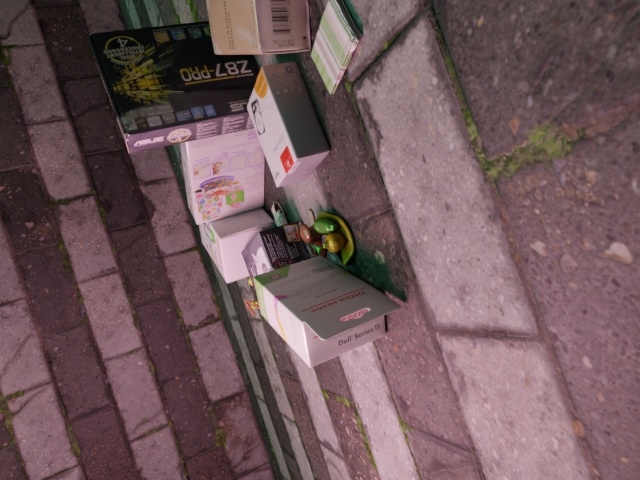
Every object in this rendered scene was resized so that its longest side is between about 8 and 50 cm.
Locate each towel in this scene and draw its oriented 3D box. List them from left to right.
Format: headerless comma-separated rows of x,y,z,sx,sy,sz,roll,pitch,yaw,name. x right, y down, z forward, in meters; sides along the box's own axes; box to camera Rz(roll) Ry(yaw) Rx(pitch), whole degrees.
0.027,-0.374,0.832,0.113,0.023,0.152,68,157,15,towel

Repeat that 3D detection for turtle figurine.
-0.214,0.181,1.630,0.217,0.087,0.269,19,115,51,turtle figurine

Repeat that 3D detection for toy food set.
0.000,0.000,1.076,0.218,0.071,0.128,22,126,60,toy food set

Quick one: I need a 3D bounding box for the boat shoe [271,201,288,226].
-0.124,-0.079,1.329,0.035,0.035,0.100,106,148,-49,boat shoe

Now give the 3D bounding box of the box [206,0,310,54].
-0.150,-0.502,0.985,0.311,0.121,0.148,32,134,54,box

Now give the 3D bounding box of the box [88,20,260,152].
-0.362,-0.423,1.155,0.318,0.395,0.097,67,157,12,box

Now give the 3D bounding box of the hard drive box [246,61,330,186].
-0.083,-0.273,1.044,0.232,0.089,0.181,68,156,7,hard drive box

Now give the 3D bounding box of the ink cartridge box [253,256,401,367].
0.007,0.163,1.006,0.353,0.207,0.119,29,130,57,ink cartridge box

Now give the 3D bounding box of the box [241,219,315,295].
-0.130,0.062,1.304,0.163,0.142,0.247,69,156,6,box

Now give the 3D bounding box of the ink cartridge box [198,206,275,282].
-0.297,-0.026,1.526,0.270,0.197,0.198,45,145,44,ink cartridge box

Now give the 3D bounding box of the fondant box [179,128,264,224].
-0.299,-0.225,1.345,0.096,0.238,0.330,52,149,36,fondant box
